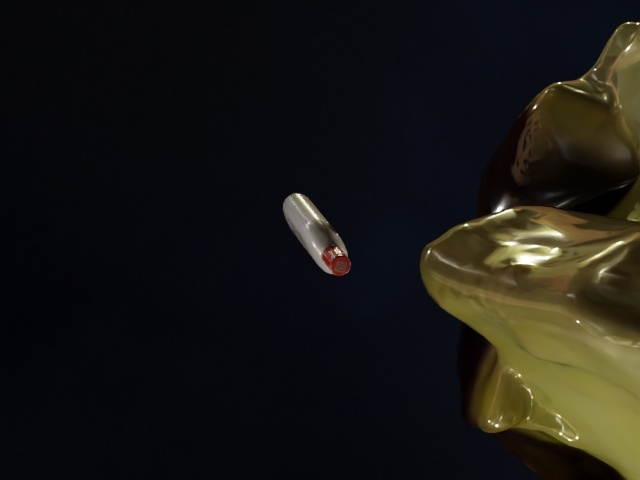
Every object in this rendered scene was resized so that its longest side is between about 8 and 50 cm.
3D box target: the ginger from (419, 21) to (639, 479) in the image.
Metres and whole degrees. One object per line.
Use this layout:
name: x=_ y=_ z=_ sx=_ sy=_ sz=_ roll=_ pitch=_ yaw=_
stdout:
ginger: x=0.244 y=0.036 z=0.600 sx=0.413 sy=0.211 sz=0.358 roll=-27 pitch=-101 yaw=-46

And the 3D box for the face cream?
face cream: x=0.000 y=0.000 z=1.113 sx=0.021 sy=0.040 sz=0.083 roll=-32 pitch=-152 yaw=-3
